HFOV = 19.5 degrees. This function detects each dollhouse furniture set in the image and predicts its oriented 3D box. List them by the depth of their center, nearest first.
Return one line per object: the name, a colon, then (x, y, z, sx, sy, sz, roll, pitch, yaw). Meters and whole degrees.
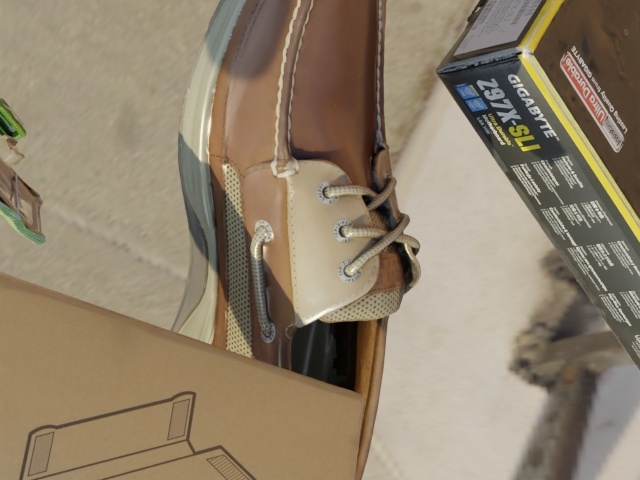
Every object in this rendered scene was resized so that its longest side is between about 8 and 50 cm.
dollhouse furniture set: (-0.252, -0.048, 1.390, 0.059, 0.151, 0.076, -31, 124, 10)

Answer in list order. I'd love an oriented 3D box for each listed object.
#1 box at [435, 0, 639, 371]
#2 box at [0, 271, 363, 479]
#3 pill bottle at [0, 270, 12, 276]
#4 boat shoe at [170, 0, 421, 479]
box: (0.232, -0.081, 1.213, 0.322, 0.079, 0.257, 53, 49, -27)
box: (-0.079, 0.117, 0.831, 0.201, 0.021, 0.164, 20, 60, -23)
pill bottle: (-0.301, 0.058, 1.037, 0.361, 0.204, 0.204, 29, 73, -52)
boat shoe: (0.000, 0.000, 0.952, 0.123, 0.116, 0.324, -18, 122, -48)
